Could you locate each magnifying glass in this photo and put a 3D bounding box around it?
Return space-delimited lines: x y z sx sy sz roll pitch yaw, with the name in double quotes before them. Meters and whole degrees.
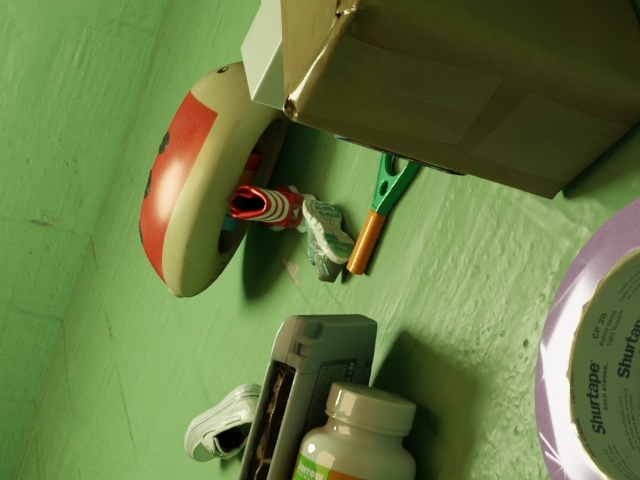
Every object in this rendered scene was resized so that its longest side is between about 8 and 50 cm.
"magnifying glass" 0.087 -0.062 1.319 0.231 0.026 0.092 -70 24 13

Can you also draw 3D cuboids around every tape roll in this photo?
"tape roll" 0.280 0.100 0.715 0.275 0.090 0.275 -45 37 48

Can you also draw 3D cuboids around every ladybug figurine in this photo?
"ladybug figurine" -0.193 -0.112 1.678 0.449 0.161 0.305 -67 -9 9

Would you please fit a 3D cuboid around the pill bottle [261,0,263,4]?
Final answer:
"pill bottle" -0.036 -0.432 1.678 0.131 0.131 0.229 -35 46 56

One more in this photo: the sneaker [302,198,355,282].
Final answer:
"sneaker" 0.000 0.000 1.435 0.166 0.065 0.076 -109 36 -54

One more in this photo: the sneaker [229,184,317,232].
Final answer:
"sneaker" -0.099 -0.066 1.606 0.221 0.128 0.087 1 77 66

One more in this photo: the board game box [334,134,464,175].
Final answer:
"board game box" 0.126 -0.217 1.149 0.042 0.165 0.243 18 93 67

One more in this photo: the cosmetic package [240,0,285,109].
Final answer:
"cosmetic package" 0.048 -0.354 1.368 0.366 0.196 0.155 -61 28 33

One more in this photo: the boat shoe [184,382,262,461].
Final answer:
"boat shoe" -0.161 0.317 1.574 0.226 0.083 0.076 -52 31 40

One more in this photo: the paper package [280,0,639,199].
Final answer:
"paper package" 0.132 -0.232 0.944 0.168 0.324 0.310 -50 35 45

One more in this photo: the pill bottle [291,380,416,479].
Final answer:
"pill bottle" 0.031 0.292 1.093 0.136 0.136 0.246 11 87 66

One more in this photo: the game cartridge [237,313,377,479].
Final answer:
"game cartridge" -0.017 0.233 1.178 0.062 0.198 0.297 17 94 24
